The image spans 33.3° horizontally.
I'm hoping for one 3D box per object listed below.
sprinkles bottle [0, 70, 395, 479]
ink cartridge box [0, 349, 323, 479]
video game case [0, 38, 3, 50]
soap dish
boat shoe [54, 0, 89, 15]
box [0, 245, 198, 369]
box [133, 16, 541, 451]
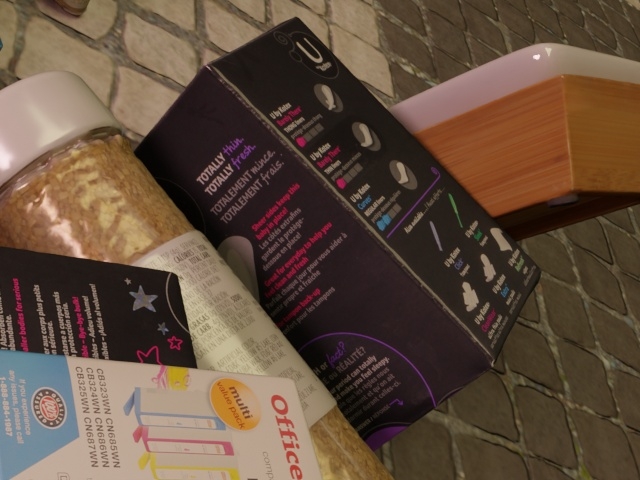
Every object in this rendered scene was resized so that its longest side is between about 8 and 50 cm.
[{"bbox_3d":[-0.090,0.065,0.653,0.355,0.121,0.121,51,34,6],"label":"sprinkles bottle"},{"bbox_3d":[-0.064,0.103,0.379,0.143,0.090,0.092,10,49,-38],"label":"ink cartridge box"},{"bbox_3d":[-0.312,-0.208,0.786,0.119,0.015,0.166,1,55,-48],"label":"video game case"},{"bbox_3d":[0.140,-0.057,0.904,0.229,0.291,0.118,-3,77,-49],"label":"soap dish"},{"bbox_3d":[-0.246,-0.250,0.883,0.153,0.048,0.056,41,49,2],"label":"boat shoe"},{"bbox_3d":[-0.141,0.146,0.478,0.142,0.163,0.247,12,47,-37],"label":"box"},{"bbox_3d":[0.000,0.000,0.778,0.270,0.165,0.143,46,34,-1],"label":"box"}]
